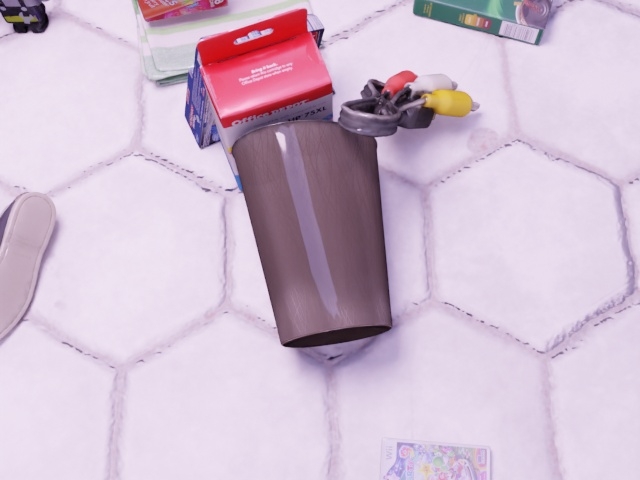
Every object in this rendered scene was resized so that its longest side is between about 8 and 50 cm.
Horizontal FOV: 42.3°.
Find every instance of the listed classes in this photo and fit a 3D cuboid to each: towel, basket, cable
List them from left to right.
[{"bbox_3d":[-0.159,-0.382,1.175,0.247,0.038,0.325,-15,68,-5],"label":"towel"},{"bbox_3d":[0.000,0.000,0.949,0.154,0.204,0.227,-19,72,33],"label":"basket"},{"bbox_3d":[0.084,-0.175,0.990,0.139,0.287,0.072,27,109,23],"label":"cable"}]

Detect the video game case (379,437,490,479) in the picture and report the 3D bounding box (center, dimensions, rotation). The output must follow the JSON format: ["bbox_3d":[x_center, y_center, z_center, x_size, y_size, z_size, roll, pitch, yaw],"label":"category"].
[{"bbox_3d":[0.126,0.267,0.917,0.121,0.011,0.087,4,68,3],"label":"video game case"}]

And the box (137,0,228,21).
[{"bbox_3d":[-0.209,-0.442,1.111,0.122,0.128,0.257,-12,69,-4],"label":"box"}]

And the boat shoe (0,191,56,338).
[{"bbox_3d":[-0.389,0.037,1.012,0.065,0.075,0.206,2,67,50],"label":"boat shoe"}]

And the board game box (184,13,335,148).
[{"bbox_3d":[-0.067,-0.214,1.045,0.194,0.194,0.060,-19,69,-21],"label":"board game box"}]

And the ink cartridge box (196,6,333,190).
[{"bbox_3d":[-0.059,-0.159,0.976,0.134,0.231,0.078,-20,69,-6],"label":"ink cartridge box"}]

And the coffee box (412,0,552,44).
[{"bbox_3d":[0.229,-0.345,1.146,0.184,0.040,0.113,18,70,8],"label":"coffee box"}]

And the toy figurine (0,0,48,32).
[{"bbox_3d":[-0.409,-0.419,1.137,0.213,0.148,0.209,-39,72,-14],"label":"toy figurine"}]
